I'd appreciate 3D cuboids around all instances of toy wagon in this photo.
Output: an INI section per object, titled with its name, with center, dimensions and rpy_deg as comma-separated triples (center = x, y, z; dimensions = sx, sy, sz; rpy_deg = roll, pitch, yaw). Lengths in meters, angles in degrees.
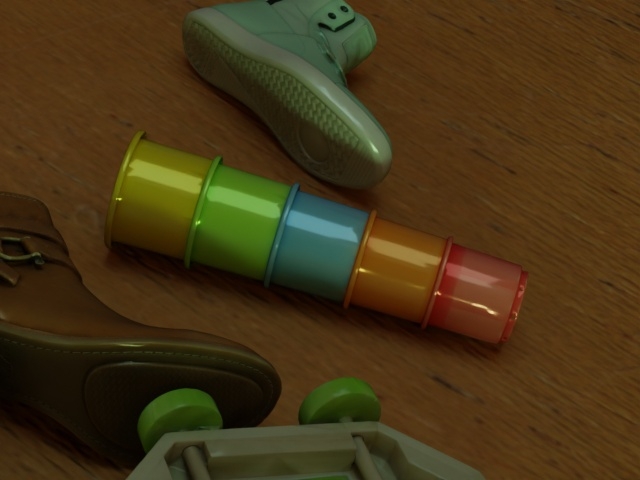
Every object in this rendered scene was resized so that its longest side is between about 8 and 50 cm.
[toy wagon]
center = -0.035, 0.202, 1.169
dimensions = 0.344, 0.068, 0.267
rpy_deg = -2, 39, -25

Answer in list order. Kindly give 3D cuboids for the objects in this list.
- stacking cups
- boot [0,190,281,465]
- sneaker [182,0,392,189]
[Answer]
[stacking cups]
center = 0.000, 0.000, 1.432
dimensions = 0.316, 0.096, 0.096
rpy_deg = 15, 38, 4
[boot]
center = -0.181, 0.054, 1.327
dimensions = 0.283, 0.109, 0.220
rpy_deg = -4, 35, -12
[sneaker]
center = 0.013, -0.147, 1.618
dimensions = 0.151, 0.094, 0.256
rpy_deg = -24, 48, -30
